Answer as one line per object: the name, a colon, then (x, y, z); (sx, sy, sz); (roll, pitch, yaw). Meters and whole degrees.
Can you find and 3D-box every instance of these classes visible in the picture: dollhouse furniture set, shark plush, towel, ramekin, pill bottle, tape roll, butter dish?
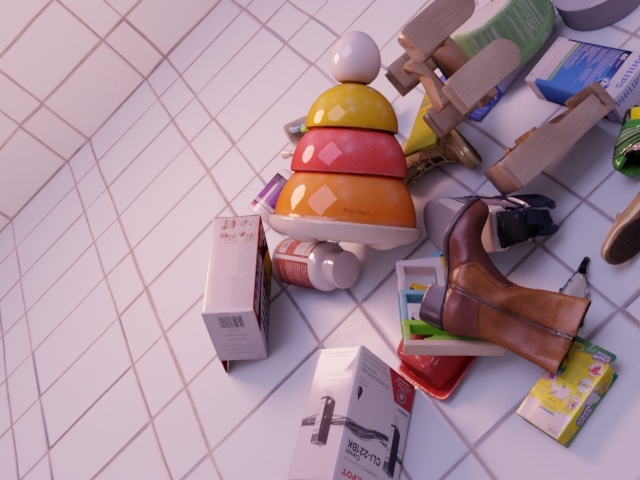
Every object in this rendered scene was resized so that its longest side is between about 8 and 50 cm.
dollhouse furniture set: (0.362, -0.328, 1.657); (0.256, 0.394, 0.362); (-41, -2, -2)
shark plush: (0.463, 0.093, 1.510); (0.161, 0.073, 0.067); (-69, 11, -18)
towel: (0.268, -0.295, 1.936); (0.102, 0.021, 0.237); (-20, 37, 43)
ramekin: (0.400, -0.542, 1.954); (0.303, 0.148, 0.303); (-25, 42, 26)
pill bottle: (-0.011, 0.059, 1.955); (0.216, 0.121, 0.121); (8, 64, 48)
tape roll: (0.666, -0.606, 1.906); (0.219, 0.072, 0.219); (-27, 41, 27)
butter dish: (0.218, 0.209, 1.595); (0.160, 0.118, 0.160); (-54, 36, -6)
pill bottle: (-0.101, -0.129, 2.223); (0.193, 0.108, 0.108); (-50, 37, -1)

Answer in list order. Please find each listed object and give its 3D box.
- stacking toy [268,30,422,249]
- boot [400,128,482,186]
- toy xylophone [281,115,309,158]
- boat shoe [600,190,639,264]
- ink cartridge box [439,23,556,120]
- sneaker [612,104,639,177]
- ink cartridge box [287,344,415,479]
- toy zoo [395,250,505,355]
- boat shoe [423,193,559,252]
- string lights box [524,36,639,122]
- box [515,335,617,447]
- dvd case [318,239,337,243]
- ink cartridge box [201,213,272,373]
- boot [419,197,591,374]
stacking toy: (0.076, -0.228, 1.805); (0.350, 0.350, 0.480); (9, 94, 48)
boot: (0.257, -0.189, 1.926); (0.203, 0.095, 0.262); (-43, 35, 7)
toy xylophone: (0.026, -0.307, 2.205); (0.322, 0.081, 0.236); (-7, 18, 36)
boat shoe: (0.582, -0.031, 1.498); (0.190, 0.068, 0.072); (-44, 24, -11)
ink cartridge box: (0.428, -0.451, 2.020); (0.311, 0.065, 0.186); (-53, 37, -3)
sneaker: (0.695, -0.163, 1.460); (0.343, 0.134, 0.146); (7, 69, 58)
ink cartridge box: (0.066, 0.369, 1.540); (0.114, 0.197, 0.273); (-12, 50, 39)
toy zoo: (0.252, 0.116, 1.603); (0.192, 0.030, 0.293); (1, 38, 1)
boat shoe: (0.357, -0.039, 1.697); (0.158, 0.127, 0.340); (-12, 11, -18)
string lights box: (0.592, -0.356, 1.755); (0.133, 0.077, 0.259); (-51, 37, -2)
box: (0.435, 0.258, 1.398); (0.179, 0.043, 0.105); (-54, 36, -4)
dvd case: (0.000, 0.000, 2.086); (0.119, 0.013, 0.087); (-4, 55, 42)
ink cartridge box: (-0.198, 0.138, 2.027); (0.130, 0.272, 0.309); (-4, 49, 5)
boot: (0.347, 0.074, 1.453); (0.280, 0.096, 0.264); (18, 77, 29)
